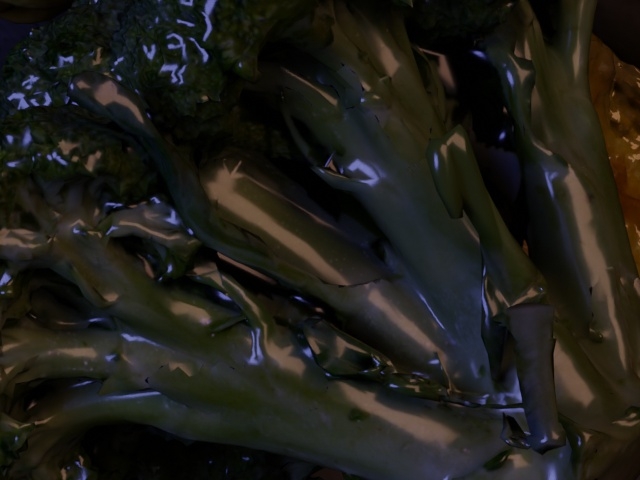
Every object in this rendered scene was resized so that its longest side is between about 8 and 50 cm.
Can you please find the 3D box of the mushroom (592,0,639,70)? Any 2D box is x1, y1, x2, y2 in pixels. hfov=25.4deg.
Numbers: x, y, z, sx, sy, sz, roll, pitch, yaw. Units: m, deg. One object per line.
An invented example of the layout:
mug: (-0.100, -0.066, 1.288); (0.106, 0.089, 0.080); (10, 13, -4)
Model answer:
mushroom: (0.222, -0.246, 0.755); (0.212, 0.217, 0.292); (23, 80, -39)

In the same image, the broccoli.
broccoli: (0.000, 0.000, 0.533); (0.283, 0.321, 0.304); (42, 23, 25)

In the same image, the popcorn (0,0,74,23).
popcorn: (-0.140, -0.300, 0.625); (0.390, 0.344, 0.354); (41, 51, 20)

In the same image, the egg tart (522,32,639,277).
egg tart: (0.144, 0.001, 0.756); (0.241, 0.106, 0.241); (23, 53, -34)
